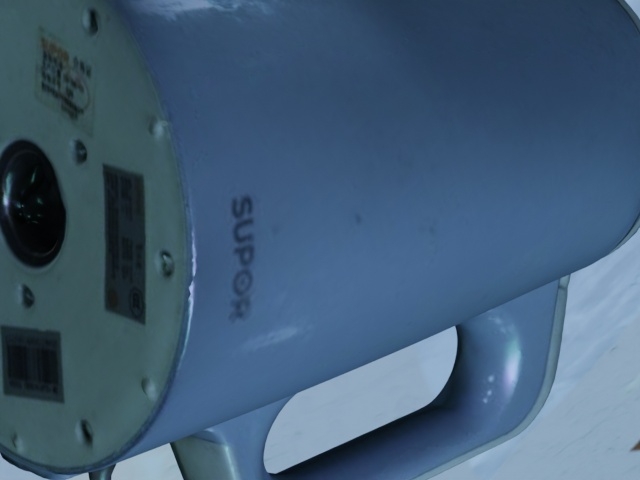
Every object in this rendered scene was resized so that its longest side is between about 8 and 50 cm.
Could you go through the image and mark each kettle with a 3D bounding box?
[{"bbox_3d":[0.000,0.000,0.651,0.243,0.160,0.210,-10,106,-41],"label":"kettle"}]
